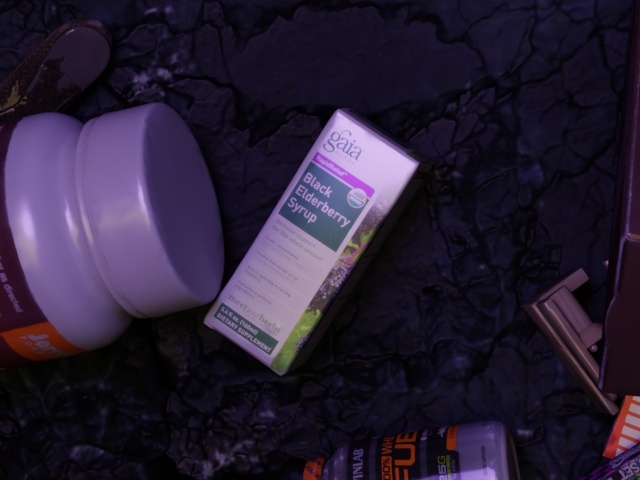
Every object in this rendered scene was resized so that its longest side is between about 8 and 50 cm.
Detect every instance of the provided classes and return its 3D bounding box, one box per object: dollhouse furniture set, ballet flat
[{"bbox_3d":[0.285,0.063,1.325,0.151,0.144,0.123,-36,89,-4],"label":"dollhouse furniture set"},{"bbox_3d":[-0.299,-0.132,1.479,0.250,0.058,0.084,-42,115,16],"label":"ballet flat"}]

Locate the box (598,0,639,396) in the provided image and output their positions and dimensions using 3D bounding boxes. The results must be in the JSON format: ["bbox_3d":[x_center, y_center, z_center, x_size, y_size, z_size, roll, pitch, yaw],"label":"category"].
[{"bbox_3d":[0.304,-0.079,1.174,0.143,0.191,0.381,8,52,10],"label":"box"}]

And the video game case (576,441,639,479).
[{"bbox_3d":[0.340,0.265,1.320,0.232,0.042,0.210,-36,94,24],"label":"video game case"}]

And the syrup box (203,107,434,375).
[{"bbox_3d":[0.000,0.000,1.394,0.093,0.096,0.237,34,99,9],"label":"syrup box"}]

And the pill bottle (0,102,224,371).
[{"bbox_3d":[-0.303,0.010,1.387,0.392,0.224,0.224,-13,89,15],"label":"pill bottle"}]

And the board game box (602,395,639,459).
[{"bbox_3d":[0.370,0.159,1.345,0.193,0.045,0.146,20,96,11],"label":"board game box"}]

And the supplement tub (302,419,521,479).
[{"bbox_3d":[0.086,0.233,1.372,0.190,0.117,0.117,-10,90,12],"label":"supplement tub"}]
